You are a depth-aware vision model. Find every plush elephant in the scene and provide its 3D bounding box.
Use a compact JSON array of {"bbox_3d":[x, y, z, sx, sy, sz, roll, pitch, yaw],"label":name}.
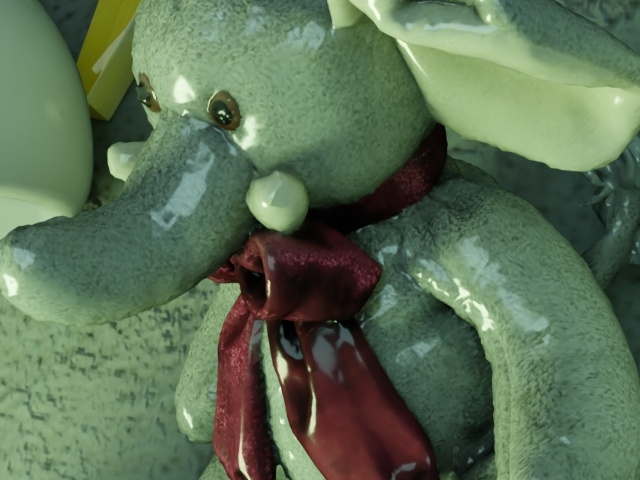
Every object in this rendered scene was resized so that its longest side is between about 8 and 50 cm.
[{"bbox_3d":[0.000,0.000,0.654,0.330,0.255,0.272,-53,29,-16],"label":"plush elephant"}]

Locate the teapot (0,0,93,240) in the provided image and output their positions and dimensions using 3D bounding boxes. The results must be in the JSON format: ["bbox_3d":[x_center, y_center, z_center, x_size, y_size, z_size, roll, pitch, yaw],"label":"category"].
[{"bbox_3d":[-0.232,-0.080,0.799,0.256,0.252,0.187,-15,78,17],"label":"teapot"}]

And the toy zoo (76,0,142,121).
[{"bbox_3d":[-0.174,-0.171,0.936,0.293,0.030,0.192,12,75,24],"label":"toy zoo"}]
